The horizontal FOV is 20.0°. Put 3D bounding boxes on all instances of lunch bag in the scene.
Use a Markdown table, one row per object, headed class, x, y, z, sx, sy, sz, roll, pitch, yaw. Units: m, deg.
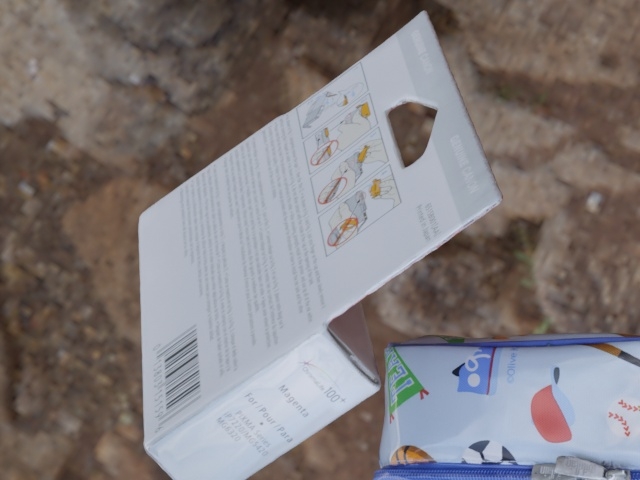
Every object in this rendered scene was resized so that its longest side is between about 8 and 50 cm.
| class | x | y | z | sx | sy | sz | roll | pitch | yaw |
| --- | --- | --- | --- | --- | --- | --- | --- | --- | --- |
| lunch bag | 0.181 | 0.128 | 1.112 | 0.243 | 0.115 | 0.303 | 0 | 168 | 26 |

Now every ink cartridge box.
| class | x | y | z | sx | sy | sz | roll | pitch | yaw |
| --- | --- | --- | --- | --- | --- | --- | --- | --- | --- |
| ink cartridge box | 0.000 | 0.000 | 1.074 | 0.239 | 0.275 | 0.060 | -34 | 117 | 12 |
